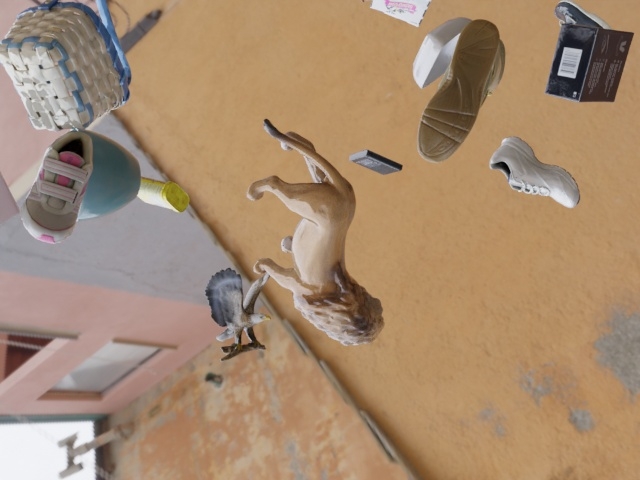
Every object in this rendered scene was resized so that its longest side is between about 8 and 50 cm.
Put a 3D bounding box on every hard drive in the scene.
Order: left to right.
[{"bbox_3d":[0.167,-0.234,1.911,0.135,0.094,0.022,19,-104,-29],"label":"hard drive"}]

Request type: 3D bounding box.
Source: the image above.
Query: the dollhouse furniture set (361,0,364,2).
[{"bbox_3d":[0.053,-0.669,1.568,0.129,0.184,0.128,14,-97,-50],"label":"dollhouse furniture set"}]

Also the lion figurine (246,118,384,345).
[{"bbox_3d":[0.000,0.000,1.072,0.240,0.142,0.392,29,141,35],"label":"lion figurine"}]

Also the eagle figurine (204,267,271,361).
[{"bbox_3d":[-0.254,0.229,2.115,0.226,0.225,0.298,-41,-55,-88],"label":"eagle figurine"}]

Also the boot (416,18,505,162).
[{"bbox_3d":[0.275,-0.275,1.211,0.095,0.261,0.203,23,-164,16],"label":"boot"}]

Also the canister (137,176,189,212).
[{"bbox_3d":[-0.563,-0.165,2.225,0.170,0.073,0.126,14,159,28],"label":"canister"}]

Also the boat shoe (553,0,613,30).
[{"bbox_3d":[0.763,-0.638,1.885,0.095,0.079,0.254,33,-160,-40],"label":"boat shoe"}]

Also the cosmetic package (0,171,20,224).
[{"bbox_3d":[-0.740,-0.089,1.259,0.151,0.184,0.151,24,138,31],"label":"cosmetic package"}]

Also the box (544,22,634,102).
[{"bbox_3d":[0.596,-0.392,1.409,0.158,0.155,0.093,-9,-153,-37],"label":"box"}]

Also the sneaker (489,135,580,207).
[{"bbox_3d":[0.641,-0.185,1.916,0.297,0.129,0.111,40,159,22],"label":"sneaker"}]

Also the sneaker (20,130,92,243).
[{"bbox_3d":[-0.497,-0.114,1.210,0.103,0.111,0.252,15,-126,-27],"label":"sneaker"}]

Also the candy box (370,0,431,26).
[{"bbox_3d":[0.251,-0.740,1.848,0.165,0.196,0.070,21,-116,-1],"label":"candy box"}]

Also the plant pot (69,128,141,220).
[{"bbox_3d":[-0.684,-0.203,2.006,0.196,0.290,0.290,0,-130,-34],"label":"plant pot"}]

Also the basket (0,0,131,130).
[{"bbox_3d":[-0.493,-0.375,1.280,0.289,0.201,0.254,-63,-30,-45],"label":"basket"}]

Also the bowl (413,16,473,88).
[{"bbox_3d":[0.255,-0.405,1.348,0.053,0.142,0.142,43,-121,13],"label":"bowl"}]
